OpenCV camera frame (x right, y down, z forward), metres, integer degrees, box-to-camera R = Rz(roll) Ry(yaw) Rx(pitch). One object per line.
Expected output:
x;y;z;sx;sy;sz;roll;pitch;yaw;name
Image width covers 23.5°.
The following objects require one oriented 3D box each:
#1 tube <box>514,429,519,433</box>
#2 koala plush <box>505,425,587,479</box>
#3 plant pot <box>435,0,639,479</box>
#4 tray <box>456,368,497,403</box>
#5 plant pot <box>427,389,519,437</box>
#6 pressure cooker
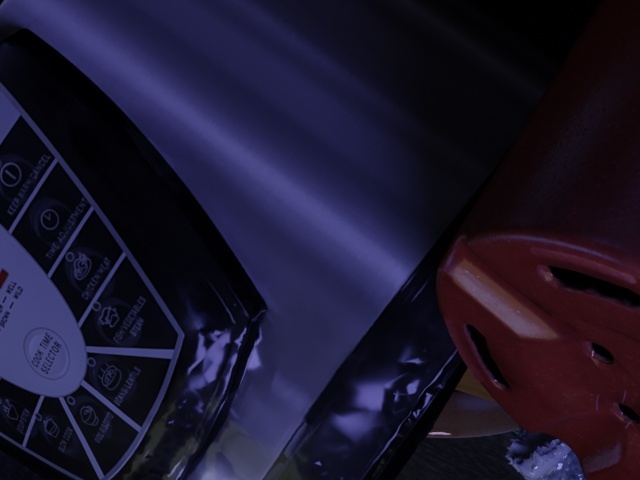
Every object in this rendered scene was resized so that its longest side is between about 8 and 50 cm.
0.187;0.161;1.538;0.080;0.052;0.207;37;168;10;tube
0.245;0.103;1.018;0.196;0.221;0.203;28;166;2;koala plush
0.201;-0.026;0.642;0.272;0.265;0.272;33;157;15;plant pot
0.000;0.000;1.260;0.411;0.076;0.202;15;140;32;tray
0.095;0.104;1.334;0.236;0.236;0.032;16;113;33;plant pot
-0.091;-0.037;0.891;0.420;0.370;0.375;37;162;8;pressure cooker
